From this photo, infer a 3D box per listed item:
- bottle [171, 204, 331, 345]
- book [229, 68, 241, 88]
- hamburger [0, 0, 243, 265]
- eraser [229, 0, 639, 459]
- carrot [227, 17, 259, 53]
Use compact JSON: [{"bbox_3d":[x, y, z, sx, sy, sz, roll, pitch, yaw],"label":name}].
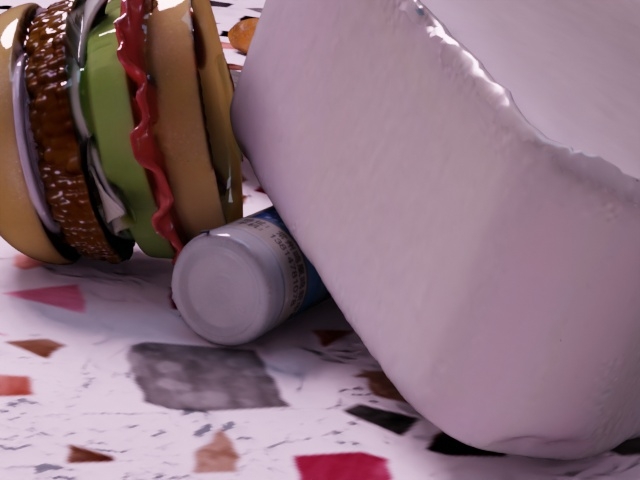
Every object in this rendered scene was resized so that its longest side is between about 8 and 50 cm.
[{"bbox_3d":[0.000,0.000,0.861,0.060,0.060,0.217,14,19,23],"label":"bottle"},{"bbox_3d":[0.018,-0.078,1.104,0.217,0.021,0.310,10,10,-44],"label":"book"},{"bbox_3d":[-0.116,-0.058,0.858,0.137,0.175,0.175,-10,16,6],"label":"hamburger"},{"bbox_3d":[0.092,-0.052,0.798,0.331,0.150,0.331,19,26,-10],"label":"eraser"},{"bbox_3d":[-0.001,-0.172,1.442,0.210,0.061,0.061,12,17,34],"label":"carrot"}]
